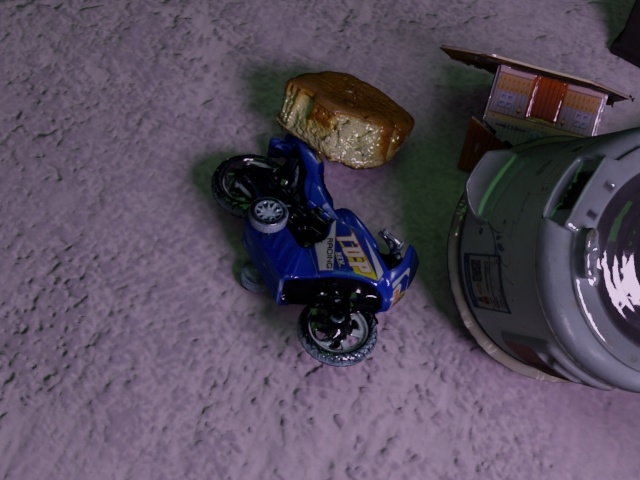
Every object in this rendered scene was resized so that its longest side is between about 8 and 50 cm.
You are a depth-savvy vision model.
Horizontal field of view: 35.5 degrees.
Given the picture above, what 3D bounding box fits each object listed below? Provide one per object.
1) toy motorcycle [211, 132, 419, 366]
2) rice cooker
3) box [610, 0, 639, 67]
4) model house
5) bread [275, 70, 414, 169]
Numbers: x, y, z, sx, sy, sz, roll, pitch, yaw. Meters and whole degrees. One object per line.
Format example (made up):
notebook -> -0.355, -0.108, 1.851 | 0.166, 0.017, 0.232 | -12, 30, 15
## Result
toy motorcycle -> 0.000, 0.000, 1.091 | 0.169, 0.113, 0.315 | -16, 53, -23
rice cooker -> 0.275, 0.017, 0.991 | 0.316, 0.316, 0.264 | 27, 83, 13
box -> 0.578, -0.343, 1.252 | 0.251, 0.204, 0.345 | 34, 65, 16
model house -> 0.228, -0.130, 1.161 | 0.219, 0.207, 0.136 | 15, 98, 6
bread -> 0.026, -0.140, 1.162 | 0.140, 0.069, 0.128 | 38, 33, 21
